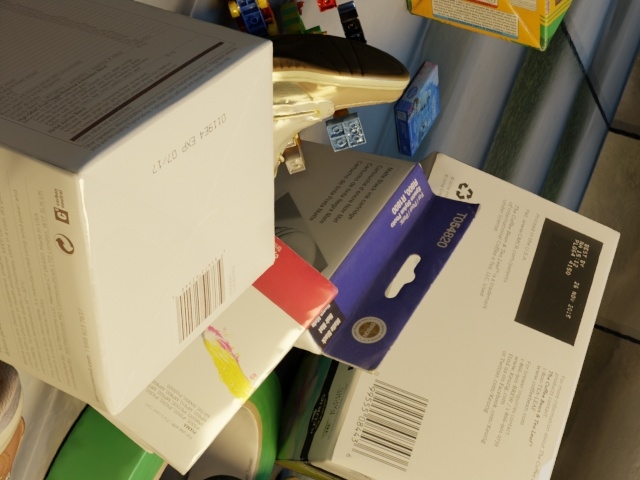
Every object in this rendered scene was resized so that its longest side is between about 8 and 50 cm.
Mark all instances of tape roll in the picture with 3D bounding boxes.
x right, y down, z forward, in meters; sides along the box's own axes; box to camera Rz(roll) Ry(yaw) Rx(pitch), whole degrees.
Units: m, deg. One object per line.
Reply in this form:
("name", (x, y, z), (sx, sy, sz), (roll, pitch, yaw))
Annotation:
("tape roll", (-0.152, 0.250, 0.996), (0.321, 0.077, 0.321), (-47, 148, -42))

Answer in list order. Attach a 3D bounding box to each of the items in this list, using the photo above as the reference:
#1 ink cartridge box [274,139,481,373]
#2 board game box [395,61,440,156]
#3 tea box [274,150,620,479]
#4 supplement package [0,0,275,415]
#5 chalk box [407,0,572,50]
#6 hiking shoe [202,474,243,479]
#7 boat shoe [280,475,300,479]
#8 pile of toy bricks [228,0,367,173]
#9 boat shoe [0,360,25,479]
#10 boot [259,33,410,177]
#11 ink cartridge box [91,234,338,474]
("ink cartridge box", (0.000, 0.000, 0.928), (0.223, 0.224, 0.045), (-53, 144, -35))
("board game box", (0.129, -0.172, 1.335), (0.090, 0.020, 0.090), (-58, 155, -28))
("tea box", (0.118, 0.125, 1.114), (0.323, 0.220, 0.329), (136, -24, -72))
("supplement package", (-0.160, -0.045, 0.503), (0.139, 0.244, 0.133), (-44, 146, -44))
("chalk box", (0.233, -0.397, 1.169), (0.289, 0.180, 0.179), (-57, 154, -24))
("hiking shoe", (-0.071, 0.301, 1.028), (0.304, 0.113, 0.132), (72, 13, -48))
("boat shoe", (-0.062, 0.386, 1.368), (0.056, 0.048, 0.153), (-6, 109, -52))
("pile of toy bricks", (-0.019, -0.177, 0.924), (0.105, 0.118, 0.212), (-101, 173, -46))
("boat shoe", (-0.288, 0.202, 0.596), (0.324, 0.123, 0.116), (-46, 150, -40))
("boot", (-0.037, -0.084, 0.857), (0.213, 0.077, 0.165), (-4, 125, -18))
("ink cartridge box", (-0.100, 0.057, 0.768), (0.176, 0.127, 0.128), (-50, -165, -3))
